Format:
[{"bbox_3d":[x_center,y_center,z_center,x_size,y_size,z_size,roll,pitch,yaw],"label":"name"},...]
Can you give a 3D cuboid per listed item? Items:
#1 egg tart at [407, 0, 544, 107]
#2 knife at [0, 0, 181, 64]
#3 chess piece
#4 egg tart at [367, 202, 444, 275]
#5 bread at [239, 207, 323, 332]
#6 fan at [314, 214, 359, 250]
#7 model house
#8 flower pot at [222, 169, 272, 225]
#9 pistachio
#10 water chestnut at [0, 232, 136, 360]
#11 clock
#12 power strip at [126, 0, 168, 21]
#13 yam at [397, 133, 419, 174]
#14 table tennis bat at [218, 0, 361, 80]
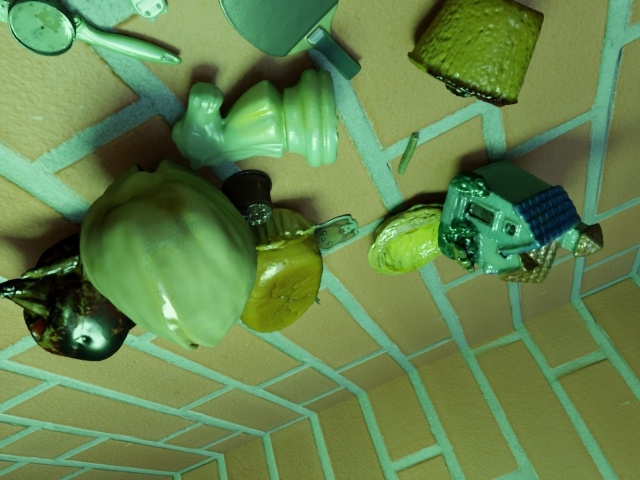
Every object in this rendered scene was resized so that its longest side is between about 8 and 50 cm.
[{"bbox_3d":[0.268,-0.334,0.833,0.215,0.215,0.170,2,126,-29],"label":"egg tart"},{"bbox_3d":[-0.348,-0.306,0.703,0.293,0.019,0.043,5,139,-29],"label":"knife"},{"bbox_3d":[-0.120,-0.208,0.863,0.299,0.175,0.175,-5,145,1],"label":"chess piece"},{"bbox_3d":[0.252,-0.011,1.349,0.279,0.095,0.278,-17,143,-13],"label":"egg tart"},{"bbox_3d":[-0.114,0.096,1.220,0.236,0.183,0.388,-10,142,-10],"label":"bread"},{"bbox_3d":[0.000,0.000,1.304,0.220,0.009,0.132,-24,145,4],"label":"fan"},{"bbox_3d":[0.499,-0.004,1.207,0.252,0.329,0.294,-25,137,-33],"label":"model house"},{"bbox_3d":[-0.149,-0.083,1.044,0.111,0.089,0.111,-14,145,-10],"label":"flower pot"},{"bbox_3d":[-0.265,0.026,0.908,0.282,0.364,0.445,-15,170,-5],"label":"pistachio"},{"bbox_3d":[-0.496,0.113,1.010,0.289,0.289,0.244,-32,111,16],"label":"water chestnut"},{"bbox_3d":[-0.386,-0.296,0.670,0.085,0.017,0.085,-11,144,-8],"label":"clock"},{"bbox_3d":[-0.253,-0.346,0.684,0.055,0.035,0.083,-28,147,11],"label":"power strip"},{"bbox_3d":[0.204,-0.199,1.126,0.021,0.021,0.116,-7,142,-18],"label":"yam"},{"bbox_3d":[-0.029,-0.361,0.787,0.173,0.022,0.301,-38,140,23],"label":"table tennis bat"}]
